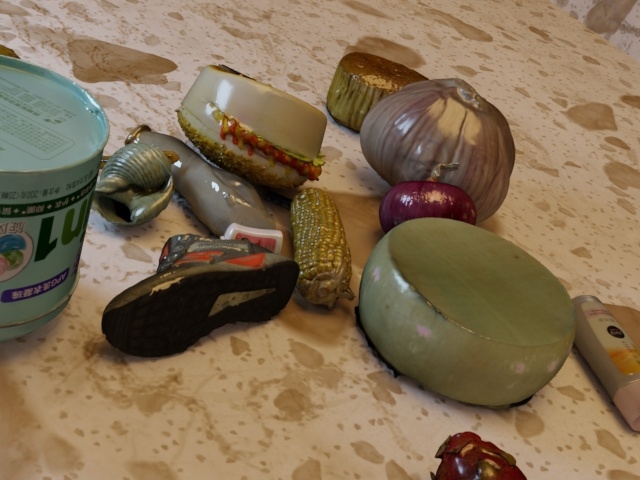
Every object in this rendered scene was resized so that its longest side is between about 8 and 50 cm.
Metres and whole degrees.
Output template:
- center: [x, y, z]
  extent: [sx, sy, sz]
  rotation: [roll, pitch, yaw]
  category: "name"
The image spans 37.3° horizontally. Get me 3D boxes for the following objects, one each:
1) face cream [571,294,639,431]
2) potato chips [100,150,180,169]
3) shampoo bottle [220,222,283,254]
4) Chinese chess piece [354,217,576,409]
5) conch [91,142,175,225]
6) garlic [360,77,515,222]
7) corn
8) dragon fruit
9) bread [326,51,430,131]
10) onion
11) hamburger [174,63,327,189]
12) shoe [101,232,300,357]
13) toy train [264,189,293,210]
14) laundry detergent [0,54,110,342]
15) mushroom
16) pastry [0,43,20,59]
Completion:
- center: [0.502, 0.205, 1.602]
  extent: [0.107, 0.073, 0.269]
  rotation: [-1, 38, -19]
  category: "face cream"
- center: [-0.339, -0.140, 1.623]
  extent: [0.204, 0.026, 0.037]
  rotation: [2, 50, 18]
  category: "potato chips"
- center: [-0.116, 0.011, 1.541]
  extent: [0.099, 0.072, 0.043]
  rotation: [11, 9, -15]
  category: "shampoo bottle"
- center: [0.231, 0.110, 1.520]
  extent: [0.349, 0.146, 0.349]
  rotation: [16, 31, -10]
  category: "Chinese chess piece"
- center: [-0.300, -0.084, 1.549]
  extent: [0.135, 0.102, 0.153]
  rotation: [41, 79, 20]
  category: "conch"
- center: [0.250, -0.190, 1.888]
  extent: [0.317, 0.259, 0.317]
  rotation: [12, 30, -7]
  category: "garlic"
- center: [0.000, 0.000, 1.598]
  extent: [0.106, 0.106, 0.293]
  rotation: [13, 33, -13]
  category: "corn"
- center: [0.235, 0.351, 1.190]
  extent: [0.125, 0.125, 0.246]
  rotation: [-41, 85, -24]
  category: "dragon fruit"
- center: [0.147, -0.322, 2.147]
  extent: [0.253, 0.142, 0.227]
  rotation: [14, 24, -7]
  category: "bread"
- center: [0.193, -0.049, 1.726]
  extent: [0.177, 0.177, 0.153]
  rotation: [-12, 79, -42]
  category: "onion"
- center: [-0.126, -0.203, 1.742]
  extent: [0.276, 0.179, 0.294]
  rotation: [21, 8, -31]
  category: "hamburger"
- center: [-0.197, 0.053, 1.385]
  extent: [0.336, 0.132, 0.171]
  rotation: [-13, 40, -45]
  category: "shoe"
- center: [-0.063, -0.069, 1.747]
  extent: [0.083, 0.017, 0.017]
  rotation: [22, 34, 3]
  category: "toy train"
- center: [-0.437, -0.041, 1.208]
  extent: [0.287, 0.305, 0.287]
  rotation: [15, 32, -9]
  category: "laundry detergent"
- center: [-0.210, -0.100, 1.641]
  extent: [0.351, 0.097, 0.109]
  rotation: [36, 23, 31]
  category: "mushroom"
- center: [-0.650, -0.282, 1.647]
  extent: [0.235, 0.132, 0.240]
  rotation: [30, 25, 31]
  category: "pastry"
